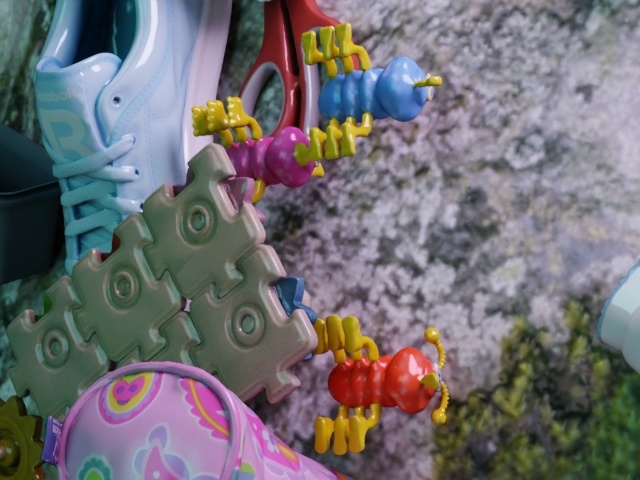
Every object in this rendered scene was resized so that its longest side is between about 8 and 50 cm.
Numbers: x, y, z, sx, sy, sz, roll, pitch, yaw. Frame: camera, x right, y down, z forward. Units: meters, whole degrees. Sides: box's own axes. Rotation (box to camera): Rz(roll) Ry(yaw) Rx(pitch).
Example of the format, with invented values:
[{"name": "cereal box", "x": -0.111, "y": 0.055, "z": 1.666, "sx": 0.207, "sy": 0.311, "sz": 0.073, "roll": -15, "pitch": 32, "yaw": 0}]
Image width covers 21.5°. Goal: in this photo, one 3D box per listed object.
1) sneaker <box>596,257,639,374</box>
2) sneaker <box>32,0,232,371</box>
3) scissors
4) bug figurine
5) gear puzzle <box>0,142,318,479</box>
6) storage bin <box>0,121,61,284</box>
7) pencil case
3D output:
[{"name": "sneaker", "x": 0.261, "y": -0.005, "z": 0.971, "sx": 0.092, "sy": 0.087, "sz": 0.228, "roll": 42, "pitch": 111, "yaw": 27}, {"name": "sneaker", "x": -0.160, "y": -0.070, "z": 1.228, "sx": 0.135, "sy": 0.150, "sz": 0.365, "roll": -4, "pitch": 81, "yaw": 36}, {"name": "scissors", "x": -0.018, "y": -0.200, "z": 1.247, "sx": 0.109, "sy": 0.021, "sz": 0.297, "roll": -10, "pitch": 72, "yaw": 35}, {"name": "bug figurine", "x": 0.000, "y": 0.000, "z": 1.142, "sx": 0.216, "sy": 0.072, "sz": 0.279, "roll": -2, "pitch": 89, "yaw": 42}, {"name": "gear puzzle", "x": -0.134, "y": 0.095, "z": 1.165, "sx": 0.339, "sy": 0.044, "sz": 0.175, "roll": -39, "pitch": 67, "yaw": 30}, {"name": "storage bin", "x": -0.259, "y": -0.031, "z": 1.337, "sx": 0.135, "sy": 0.098, "sz": 0.091, "roll": 30, "pitch": 124, "yaw": 35}, {"name": "pencil case", "x": -0.053, "y": 0.164, "z": 1.020, "sx": 0.124, "sy": 0.284, "sz": 0.124, "roll": -8, "pitch": 67, "yaw": 19}]
